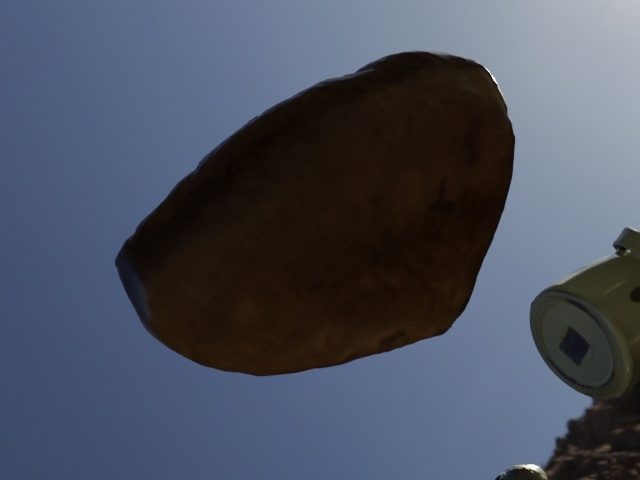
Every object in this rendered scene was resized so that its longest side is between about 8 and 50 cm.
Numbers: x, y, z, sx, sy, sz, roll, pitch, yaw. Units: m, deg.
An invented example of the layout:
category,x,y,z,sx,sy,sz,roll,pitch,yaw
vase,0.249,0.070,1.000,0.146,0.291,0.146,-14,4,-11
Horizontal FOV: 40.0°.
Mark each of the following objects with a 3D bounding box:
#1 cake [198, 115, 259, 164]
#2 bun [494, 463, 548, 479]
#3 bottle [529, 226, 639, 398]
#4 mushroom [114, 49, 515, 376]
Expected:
category,x,y,z,sx,sy,sz,roll,pitch,yaw
cake,-0.054,-0.092,1.287,0.151,0.283,0.177,-45,-73,-33
bun,0.191,0.255,0.870,0.045,0.083,0.083,39,-138,26
bottle,0.551,0.096,1.492,0.352,0.229,0.229,-26,-88,-25
mushroom,-0.001,-0.028,0.927,0.397,0.313,0.224,-12,-132,-36
